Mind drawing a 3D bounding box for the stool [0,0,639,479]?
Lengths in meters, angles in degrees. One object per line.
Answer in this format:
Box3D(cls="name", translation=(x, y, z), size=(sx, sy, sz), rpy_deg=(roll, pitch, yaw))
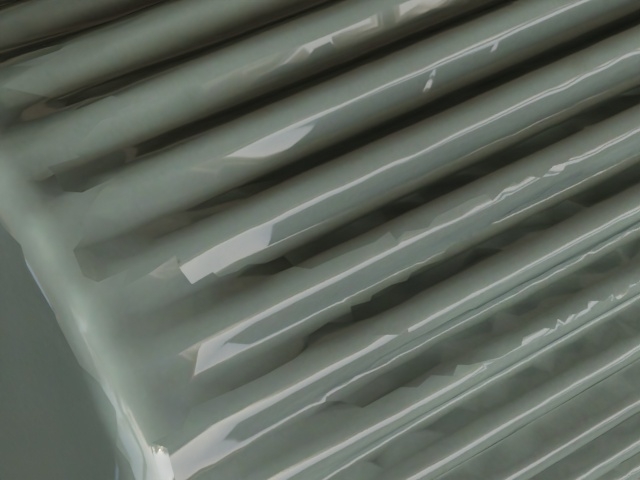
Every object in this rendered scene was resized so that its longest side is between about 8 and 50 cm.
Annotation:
Box3D(cls="stool", translation=(0.000, 0.000, 0.495), size=(0.330, 0.297, 0.297), rpy_deg=(-26, -157, -39))
